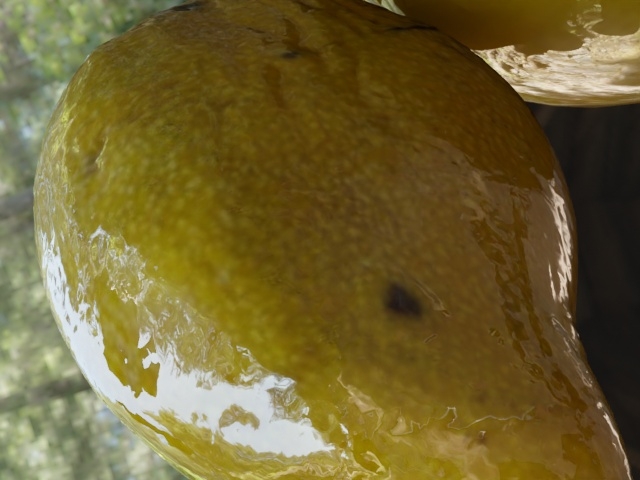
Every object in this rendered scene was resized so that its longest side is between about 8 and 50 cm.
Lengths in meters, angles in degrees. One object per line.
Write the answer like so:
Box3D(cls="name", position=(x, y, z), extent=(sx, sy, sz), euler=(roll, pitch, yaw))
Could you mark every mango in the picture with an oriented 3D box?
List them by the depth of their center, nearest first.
Box3D(cls="mango", position=(0.001, -0.005, 0.469), extent=(0.262, 0.157, 0.108), euler=(-127, 46, -61))

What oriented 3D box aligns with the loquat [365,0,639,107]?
Box3D(cls="loquat", position=(0.102, -0.158, 0.586), extent=(0.235, 0.235, 0.235), euler=(41, -141, -44))
